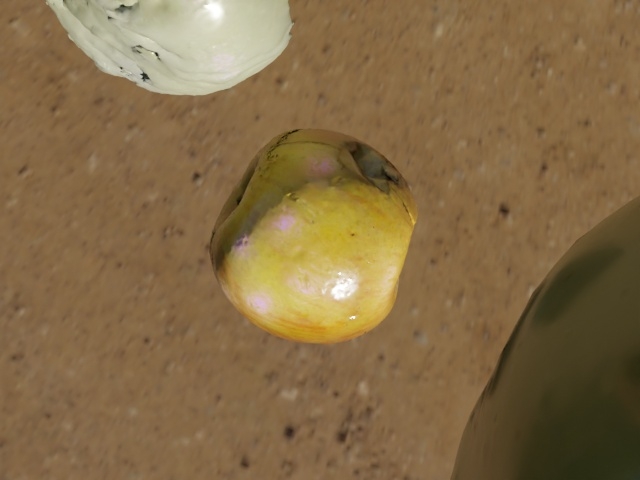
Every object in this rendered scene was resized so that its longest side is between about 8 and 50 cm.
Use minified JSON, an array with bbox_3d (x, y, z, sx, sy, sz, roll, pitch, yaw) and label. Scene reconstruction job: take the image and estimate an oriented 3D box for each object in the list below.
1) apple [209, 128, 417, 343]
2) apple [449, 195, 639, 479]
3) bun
[{"bbox_3d":[0.000,0.000,1.114,0.146,0.146,0.146,4,116,8],"label":"apple"},{"bbox_3d":[0.211,0.141,0.593,0.357,0.357,0.357,4,116,8],"label":"apple"},{"bbox_3d":[-0.126,-0.212,1.014,0.146,0.287,0.287,-24,111,-5],"label":"bun"}]
